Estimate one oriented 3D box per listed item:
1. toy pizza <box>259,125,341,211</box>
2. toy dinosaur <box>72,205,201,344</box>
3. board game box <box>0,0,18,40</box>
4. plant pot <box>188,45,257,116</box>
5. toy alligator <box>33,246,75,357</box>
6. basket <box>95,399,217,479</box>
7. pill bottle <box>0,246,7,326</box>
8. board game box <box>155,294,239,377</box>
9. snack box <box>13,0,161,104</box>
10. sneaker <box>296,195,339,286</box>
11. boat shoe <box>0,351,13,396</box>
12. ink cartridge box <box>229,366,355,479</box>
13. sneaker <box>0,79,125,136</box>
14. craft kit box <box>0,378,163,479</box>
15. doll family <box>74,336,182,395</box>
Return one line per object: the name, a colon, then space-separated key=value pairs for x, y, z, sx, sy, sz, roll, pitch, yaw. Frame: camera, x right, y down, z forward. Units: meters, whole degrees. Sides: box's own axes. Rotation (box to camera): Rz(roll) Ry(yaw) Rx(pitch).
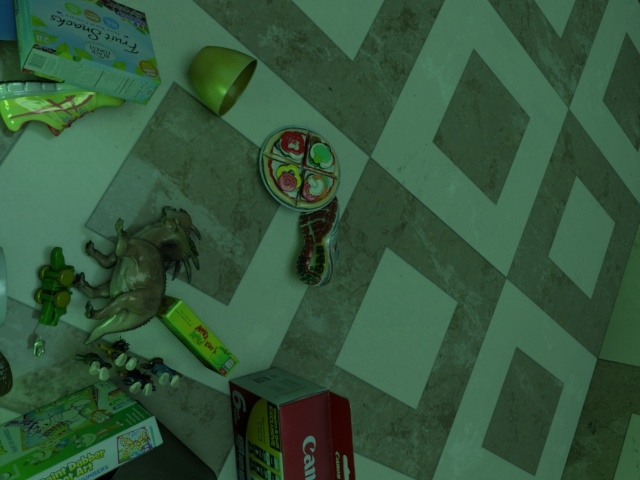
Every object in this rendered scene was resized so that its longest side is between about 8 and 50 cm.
toy pizza: x=-0.039 y=-0.164 z=1.243 sx=0.201 sy=0.032 sz=0.201 roll=6 pitch=77 yaw=-26
toy dinosaur: x=-0.324 y=0.070 z=1.024 sx=0.200 sy=0.127 sz=0.295 roll=21 pitch=85 yaw=-42
board game box: x=-0.539 y=-0.387 z=0.890 sx=0.133 sy=0.033 sz=0.168 roll=0 pitch=69 yaw=-48
plant pot: x=-0.202 y=-0.328 z=1.101 sx=0.095 sy=0.134 sz=0.134 roll=35 pitch=70 yaw=-4
toy alligator: x=-0.457 y=0.106 z=0.966 sx=0.051 sy=0.056 sz=0.189 roll=16 pitch=81 yaw=-68
basket: x=-0.312 y=0.437 z=1.028 sx=0.227 sy=0.154 sz=0.204 roll=45 pitch=64 yaw=-32
pill bottle: x=-0.621 y=0.072 z=0.764 sx=0.323 sy=0.182 sz=0.181 roll=-1 pitch=93 yaw=-36
board game box: x=-0.248 y=0.187 z=1.095 sx=0.043 sy=0.092 sz=0.181 roll=-48 pitch=117 yaw=-24
snack box: x=-0.386 y=-0.334 z=0.928 sx=0.207 sy=0.070 sz=0.174 roll=7 pitch=56 yaw=-43
sneaker: x=0.000 y=0.000 z=1.288 sx=0.093 sy=0.088 sz=0.225 roll=38 pitch=61 yaw=-62
boat shoe: x=-0.548 y=0.192 z=0.906 sx=0.050 sy=0.045 sz=0.135 roll=-31 pitch=105 yaw=-40
ink cartridge box: x=-0.059 y=0.447 z=1.133 sx=0.130 sy=0.272 sz=0.309 roll=-8 pitch=96 yaw=-36
sneaker: x=-0.442 y=-0.228 z=0.957 sx=0.209 sy=0.081 sz=0.094 roll=-11 pitch=109 yaw=-31
craft kit box: x=-0.414 y=0.321 z=0.884 sx=0.247 sy=0.250 sz=0.060 roll=-24 pitch=106 yaw=-34
doll family: x=-0.345 y=0.231 z=1.021 sx=0.193 sy=0.111 sz=0.076 roll=38 pitch=72 yaw=-26
